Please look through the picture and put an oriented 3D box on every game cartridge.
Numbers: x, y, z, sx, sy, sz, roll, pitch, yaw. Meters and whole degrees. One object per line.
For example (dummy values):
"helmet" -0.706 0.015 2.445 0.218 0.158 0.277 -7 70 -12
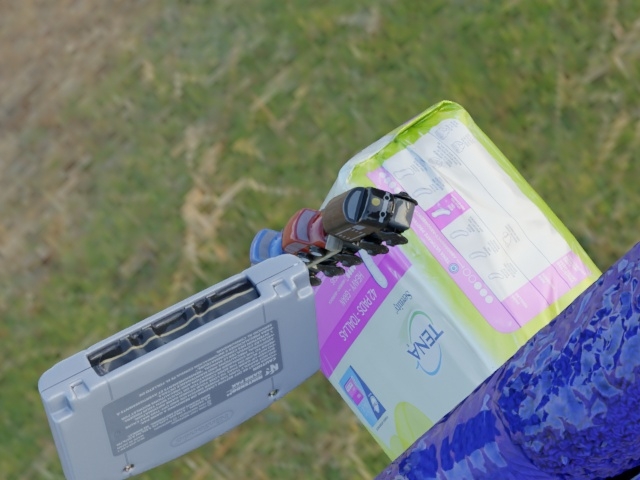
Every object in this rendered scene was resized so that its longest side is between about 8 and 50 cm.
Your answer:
"game cartridge" -0.039 0.040 0.572 0.083 0.056 0.017 -26 52 -16

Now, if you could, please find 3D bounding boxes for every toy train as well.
"toy train" 0.000 0.000 0.946 0.158 0.036 0.027 -28 45 65

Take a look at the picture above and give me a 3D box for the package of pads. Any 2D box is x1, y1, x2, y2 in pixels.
"package of pads" 0.107 0.083 1.193 0.101 0.229 0.296 -35 80 -24

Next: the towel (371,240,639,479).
"towel" 0.109 0.044 0.621 0.227 0.076 0.308 -33 -10 -43
